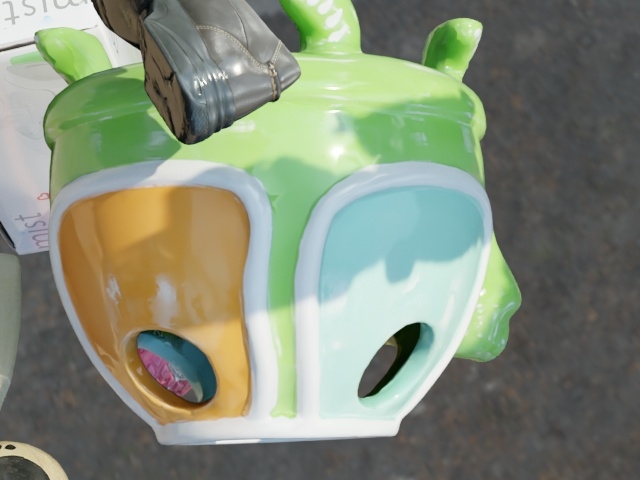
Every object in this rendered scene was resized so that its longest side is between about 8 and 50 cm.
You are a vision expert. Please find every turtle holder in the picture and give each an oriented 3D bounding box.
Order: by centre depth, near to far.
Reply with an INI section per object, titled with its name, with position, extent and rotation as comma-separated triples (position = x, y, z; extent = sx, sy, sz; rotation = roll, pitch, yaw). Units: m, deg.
[turtle holder]
position = -0.020, 0.001, 1.074
extent = 0.243, 0.227, 0.320
rotation = -5, 172, 10

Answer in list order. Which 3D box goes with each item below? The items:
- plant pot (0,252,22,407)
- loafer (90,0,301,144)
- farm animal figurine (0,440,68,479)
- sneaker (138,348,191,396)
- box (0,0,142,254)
[plant pot]
position = -0.226, 0.072, 1.065
extent = 0.109, 0.096, 0.109
rotation = 10, 121, -27
[loafer]
position = -0.070, -0.119, 0.894
extent = 0.061, 0.170, 0.062
rotation = -20, 153, -19
[farm animal figurine]
position = -0.306, 0.163, 0.914
extent = 0.330, 0.327, 0.172
rotation = -39, 140, -19
[sneaker]
position = -0.111, 0.050, 1.729
extent = 0.112, 0.299, 0.121
rotation = 41, 112, 1
[box]
position = -0.192, -0.153, 1.246
extent = 0.127, 0.231, 0.262
rotation = -13, 153, 0
